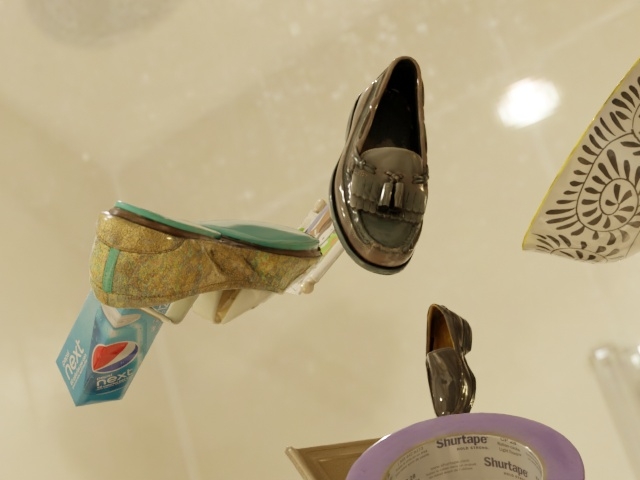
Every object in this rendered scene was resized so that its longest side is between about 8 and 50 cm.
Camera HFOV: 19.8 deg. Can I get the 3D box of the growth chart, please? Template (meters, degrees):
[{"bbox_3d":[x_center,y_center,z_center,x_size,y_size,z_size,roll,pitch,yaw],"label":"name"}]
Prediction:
[{"bbox_3d":[0.000,0.000,2.158,0.021,0.172,0.237,39,-12,-13],"label":"growth chart"}]

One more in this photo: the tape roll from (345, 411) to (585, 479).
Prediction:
[{"bbox_3d":[0.115,0.218,1.432,0.189,0.189,0.080,-13,-64,-8],"label":"tape roll"}]

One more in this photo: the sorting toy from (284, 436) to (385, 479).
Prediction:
[{"bbox_3d":[0.115,0.331,2.019,0.229,0.307,0.041,2,-54,-39],"label":"sorting toy"}]

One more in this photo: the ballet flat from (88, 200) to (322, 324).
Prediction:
[{"bbox_3d":[-0.118,0.031,1.846,0.123,0.123,0.348,-32,-18,23],"label":"ballet flat"}]

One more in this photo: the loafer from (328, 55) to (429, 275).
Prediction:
[{"bbox_3d":[0.065,-0.083,1.841,0.096,0.267,0.084,15,-48,-11],"label":"loafer"}]

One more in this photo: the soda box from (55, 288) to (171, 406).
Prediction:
[{"bbox_3d":[-0.242,0.106,2.157,0.067,0.071,0.210,-7,-35,-33],"label":"soda box"}]

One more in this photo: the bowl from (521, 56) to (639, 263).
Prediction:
[{"bbox_3d":[0.214,-0.042,1.227,0.170,0.080,0.170,-52,-13,-17],"label":"bowl"}]

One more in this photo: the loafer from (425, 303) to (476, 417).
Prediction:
[{"bbox_3d":[0.150,0.153,2.240,0.062,0.170,0.061,-27,-49,24],"label":"loafer"}]
